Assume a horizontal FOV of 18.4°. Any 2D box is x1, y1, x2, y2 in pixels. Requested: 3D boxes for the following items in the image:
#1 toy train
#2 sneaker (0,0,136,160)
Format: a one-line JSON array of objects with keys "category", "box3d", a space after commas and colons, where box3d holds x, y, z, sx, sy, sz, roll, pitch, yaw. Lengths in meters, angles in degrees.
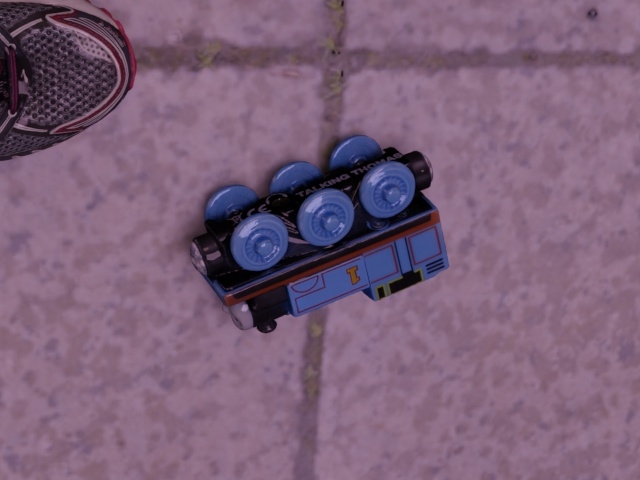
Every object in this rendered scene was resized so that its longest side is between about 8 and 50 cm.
[{"category": "toy train", "box3d": [0.000, 0.000, 1.386, 0.184, 0.080, 0.105, -23, 120, -14]}, {"category": "sneaker", "box3d": [-0.258, -0.086, 1.232, 0.299, 0.112, 0.121, -10, 111, -20]}]
